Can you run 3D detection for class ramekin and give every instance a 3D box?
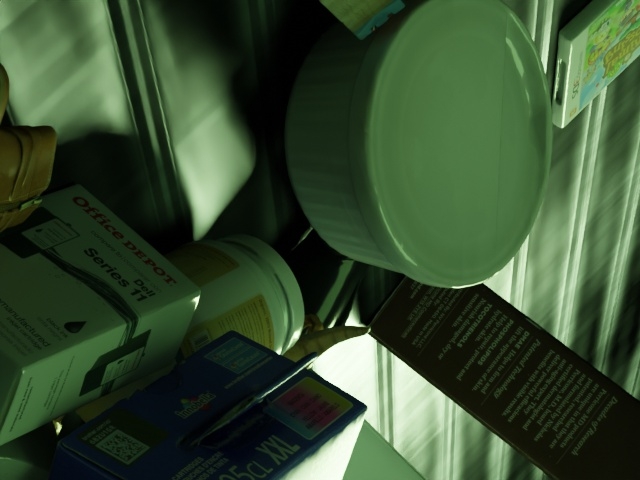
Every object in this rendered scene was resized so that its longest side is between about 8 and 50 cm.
[{"bbox_3d":[0.084,-0.094,1.738,0.273,0.127,0.272,-5,97,-48],"label":"ramekin"}]

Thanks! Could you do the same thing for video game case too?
[{"bbox_3d":[0.354,-0.253,2.288,0.212,0.023,0.193,-43,158,-18],"label":"video game case"}]

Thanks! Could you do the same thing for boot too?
[{"bbox_3d":[0.000,0.000,1.899,0.246,0.094,0.207,-54,163,-10],"label":"boot"},{"bbox_3d":[-0.237,-0.067,1.365,0.152,0.073,0.197,-17,153,-53],"label":"boot"}]

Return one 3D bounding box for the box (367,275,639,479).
[{"bbox_3d":[0.257,0.180,2.312,0.143,0.381,0.191,-52,159,3],"label":"box"}]

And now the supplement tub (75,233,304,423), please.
[{"bbox_3d":[-0.124,0.084,1.728,0.200,0.144,0.144,-28,149,-44],"label":"supplement tub"}]

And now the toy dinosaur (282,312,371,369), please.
[{"bbox_3d":[-0.020,0.106,1.841,0.211,0.112,0.064,-31,126,25],"label":"toy dinosaur"}]

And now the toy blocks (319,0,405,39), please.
[{"bbox_3d":[0.107,-0.293,1.542,0.381,0.190,0.261,-38,171,6],"label":"toy blocks"}]

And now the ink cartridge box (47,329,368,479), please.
[{"bbox_3d":[-0.115,0.252,1.564,0.270,0.151,0.395,-32,144,-57],"label":"ink cartridge box"}]

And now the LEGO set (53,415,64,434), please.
[{"bbox_3d":[-0.253,0.125,1.622,0.093,0.087,0.227,-48,160,-4],"label":"LEGO set"}]

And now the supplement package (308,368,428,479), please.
[{"bbox_3d":[-0.020,0.274,2.111,0.204,0.145,0.262,-48,131,-7],"label":"supplement package"}]

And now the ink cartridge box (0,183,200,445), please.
[{"bbox_3d":[-0.217,0.052,1.483,0.208,0.153,0.087,-24,147,-51],"label":"ink cartridge box"}]

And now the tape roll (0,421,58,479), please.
[{"bbox_3d":[-0.310,0.197,1.509,0.219,0.072,0.219,-13,146,-9],"label":"tape roll"}]
